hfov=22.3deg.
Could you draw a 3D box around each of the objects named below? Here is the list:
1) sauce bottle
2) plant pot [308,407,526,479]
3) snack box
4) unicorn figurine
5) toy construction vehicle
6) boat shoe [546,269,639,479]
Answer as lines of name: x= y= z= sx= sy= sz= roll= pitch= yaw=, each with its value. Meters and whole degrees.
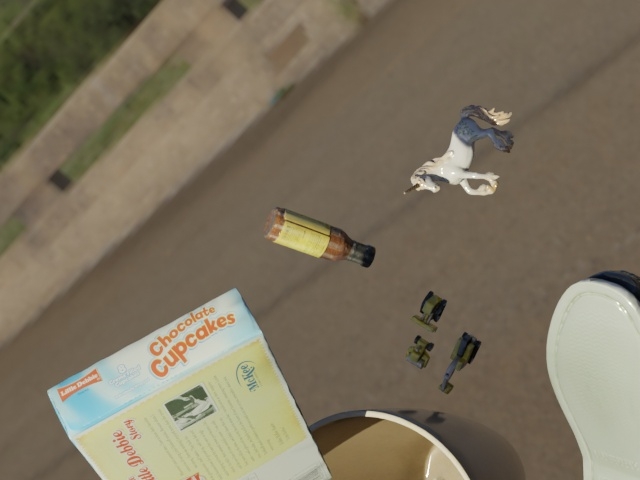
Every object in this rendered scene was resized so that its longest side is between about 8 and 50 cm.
sauce bottle: x=0.000 y=0.000 z=1.832 sx=0.042 sy=0.128 sz=0.042 roll=-57 pitch=20 yaw=34
plant pot: x=0.115 y=0.290 z=1.771 sx=0.256 sy=0.256 sz=0.274 roll=-42 pitch=-15 yaw=24
snack box: x=-0.110 y=0.183 z=1.505 sx=0.187 sy=0.322 sz=0.060 roll=-29 pitch=57 yaw=-6
unicorn figurine: x=0.187 y=-0.105 z=2.144 sx=0.060 sy=0.111 sz=0.162 roll=94 pitch=-163 yaw=-73
toy construction vehicle: x=0.138 y=0.123 z=1.910 sx=0.035 sy=0.086 sz=0.098 roll=-30 pitch=-30 yaw=-55
boat shoe: x=0.255 y=0.130 z=1.284 sx=0.114 sy=0.302 sz=0.091 roll=24 pitch=52 yaw=36
